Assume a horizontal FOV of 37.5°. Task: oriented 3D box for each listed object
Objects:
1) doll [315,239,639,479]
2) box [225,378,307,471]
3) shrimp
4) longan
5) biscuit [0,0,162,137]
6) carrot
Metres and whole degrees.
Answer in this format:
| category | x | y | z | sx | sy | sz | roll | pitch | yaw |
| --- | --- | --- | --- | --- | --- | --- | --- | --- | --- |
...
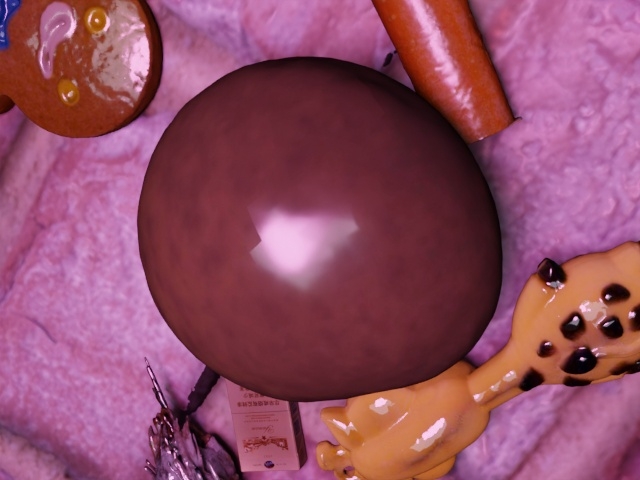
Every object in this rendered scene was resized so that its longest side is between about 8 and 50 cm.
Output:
| category | x | y | z | sx | sy | sz | roll | pitch | yaw |
| --- | --- | --- | --- | --- | --- | --- | --- | --- | --- |
| doll | 0.124 | 0.099 | 0.681 | 0.291 | 0.086 | 0.117 | -36 | 107 | 19 |
| box | -0.044 | 0.147 | 0.775 | 0.053 | 0.024 | 0.083 | -5 | 102 | 18 |
| shrimp | -0.100 | 0.203 | 0.780 | 0.090 | 0.079 | 0.232 | -23 | 90 | 56 |
| longan | 0.000 | 0.000 | 0.629 | 0.248 | 0.248 | 0.248 | 4 | 103 | 16 |
| biscuit | -0.236 | -0.173 | 0.760 | 0.236 | 0.039 | 0.179 | 25 | 107 | 8 |
| carrot | 0.066 | -0.173 | 0.650 | 0.067 | 0.067 | 0.225 | -24 | 96 | 20 |
